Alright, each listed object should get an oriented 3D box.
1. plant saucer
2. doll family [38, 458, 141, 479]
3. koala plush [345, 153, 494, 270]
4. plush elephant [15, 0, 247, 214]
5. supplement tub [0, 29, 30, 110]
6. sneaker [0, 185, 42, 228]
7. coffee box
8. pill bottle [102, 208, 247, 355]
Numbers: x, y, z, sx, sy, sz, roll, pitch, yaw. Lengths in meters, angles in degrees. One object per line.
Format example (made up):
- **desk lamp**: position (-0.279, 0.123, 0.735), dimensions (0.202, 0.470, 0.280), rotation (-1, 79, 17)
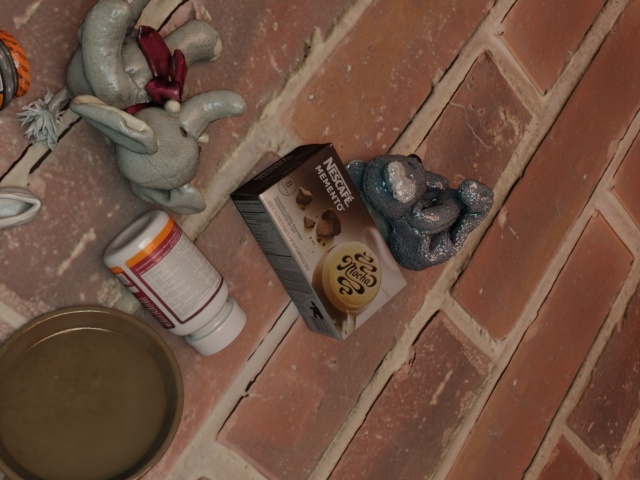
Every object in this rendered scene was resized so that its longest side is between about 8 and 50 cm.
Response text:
- **plant saucer**: position (-0.336, 0.227, 1.026), dimensions (0.278, 0.041, 0.278), rotation (8, 61, -15)
- **doll family**: position (-0.344, 0.391, 1.046), dimensions (0.163, 0.118, 0.263), rotation (13, 85, -32)
- **koala plush**: position (0.157, -0.074, 1.305), dimensions (0.221, 0.196, 0.203), rotation (37, 83, -31)
- **plush elephant**: position (-0.231, -0.187, 1.003), dimensions (0.330, 0.272, 0.255), rotation (-44, 73, -7)
- **supplement tub**: position (-0.485, -0.208, 0.927), dimensions (0.190, 0.117, 0.117), rotation (-32, 109, -44)
- **sneaker**: position (-0.482, -0.034, 0.961), dimensions (0.212, 0.094, 0.080), rotation (-19, 103, -30)
- **coffee box**: position (0.000, 0.000, 1.245), dimensions (0.168, 0.119, 0.297), rotation (-37, 110, -24)
- **pill bottle**: position (-0.220, 0.069, 1.111), dimensions (0.121, 0.121, 0.221), rotation (-47, 115, -22)
